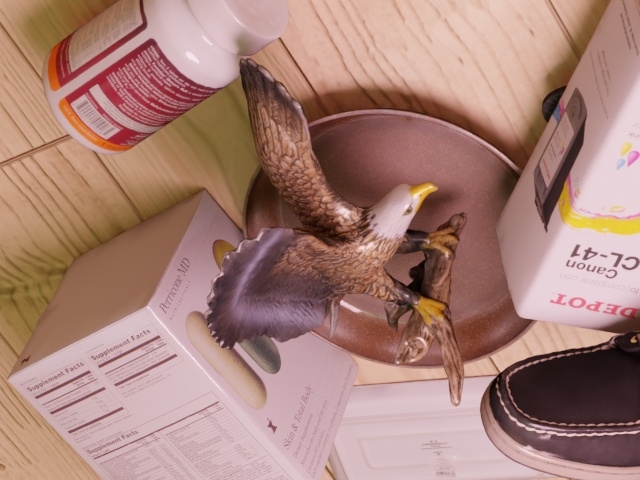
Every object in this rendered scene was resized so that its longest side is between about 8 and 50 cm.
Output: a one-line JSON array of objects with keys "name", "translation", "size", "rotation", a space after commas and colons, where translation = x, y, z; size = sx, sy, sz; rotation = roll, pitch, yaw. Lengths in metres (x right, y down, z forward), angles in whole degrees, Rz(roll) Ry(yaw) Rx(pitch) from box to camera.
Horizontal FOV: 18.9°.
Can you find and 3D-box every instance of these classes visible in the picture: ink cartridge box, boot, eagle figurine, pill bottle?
[{"name": "ink cartridge box", "translation": [0.315, -0.061, 1.664], "size": [0.226, 0.131, 0.306], "rotation": [10, 130, -14]}, {"name": "boot", "translation": [0.336, 0.064, 1.597], "size": [0.378, 0.138, 0.284], "rotation": [0, 135, -13]}, {"name": "eagle figurine", "translation": [0.006, -0.008, 1.707], "size": [0.298, 0.226, 0.225], "rotation": [21, 108, -33]}, {"name": "pill bottle", "translation": [-0.141, -0.176, 1.753], "size": [0.221, 0.121, 0.121], "rotation": [-29, 114, 33]}]

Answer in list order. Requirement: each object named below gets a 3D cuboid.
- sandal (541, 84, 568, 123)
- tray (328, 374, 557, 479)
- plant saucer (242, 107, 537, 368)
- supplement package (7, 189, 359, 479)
[{"name": "sandal", "translation": [0.287, -0.131, 1.716], "size": [0.179, 0.040, 0.067], "rotation": [-12, 129, 8]}, {"name": "tray", "translation": [0.123, 0.211, 2.032], "size": [0.270, 0.030, 0.145], "rotation": [-6, 125, 21]}, {"name": "plant saucer", "translation": [0.080, -0.008, 1.863], "size": [0.311, 0.050, 0.310], "rotation": [9, 129, 11]}, {"name": "supplement package", "translation": [-0.132, 0.133, 1.938], "size": [0.198, 0.199, 0.262], "rotation": [-27, 115, 32]}]
